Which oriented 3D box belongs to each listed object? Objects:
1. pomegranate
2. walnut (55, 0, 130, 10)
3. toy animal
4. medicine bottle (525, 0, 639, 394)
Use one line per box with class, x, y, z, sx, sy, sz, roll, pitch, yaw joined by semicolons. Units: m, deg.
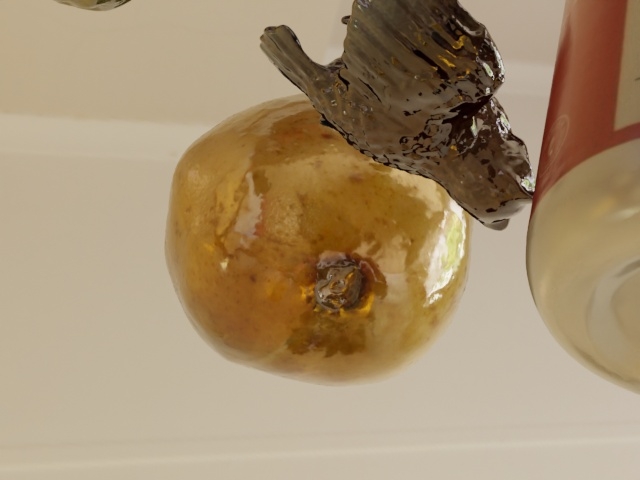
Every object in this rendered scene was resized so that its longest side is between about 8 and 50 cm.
pomegranate;-0.004;0.001;0.970;0.307;0.307;0.307;10;-139;-9
walnut;-0.162;-0.199;0.737;0.092;0.092;0.092;10;-139;-9
toy animal;0.053;-0.076;0.675;0.116;0.218;0.179;-27;-102;-15
medicine bottle;0.158;-0.068;0.411;0.131;0.131;0.250;18;-126;0
